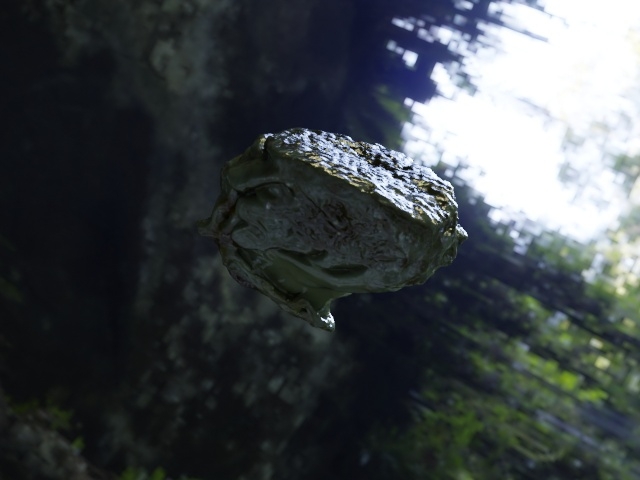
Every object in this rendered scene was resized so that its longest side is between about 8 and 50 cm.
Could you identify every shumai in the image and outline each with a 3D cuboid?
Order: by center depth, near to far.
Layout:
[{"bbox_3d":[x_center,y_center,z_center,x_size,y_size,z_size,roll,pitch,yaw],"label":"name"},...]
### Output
[{"bbox_3d":[0.004,0.003,1.095,0.184,0.184,0.142,2,-66,-47],"label":"shumai"}]
